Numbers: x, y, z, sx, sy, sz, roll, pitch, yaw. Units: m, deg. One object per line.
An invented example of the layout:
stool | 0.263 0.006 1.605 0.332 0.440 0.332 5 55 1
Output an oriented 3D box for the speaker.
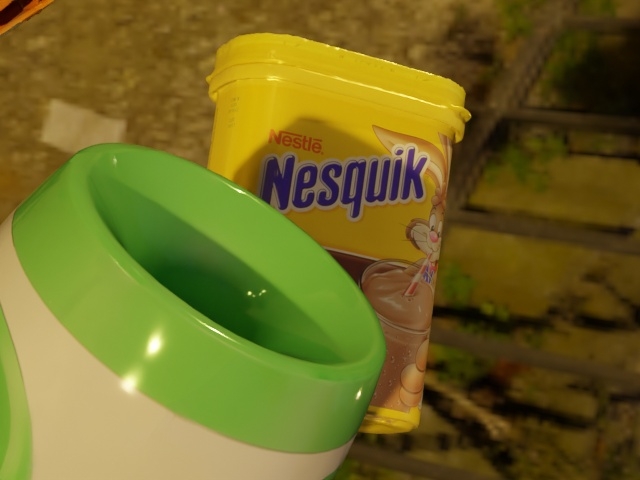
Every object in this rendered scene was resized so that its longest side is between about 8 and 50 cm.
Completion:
speaker | -0.104 0.118 0.545 0.131 0.131 0.296 8 123 -51

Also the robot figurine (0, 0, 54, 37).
robot figurine | -0.208 -0.132 0.791 0.291 0.085 0.211 -35 158 -8

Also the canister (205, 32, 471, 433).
canister | 0.000 0.000 0.829 0.126 0.073 0.170 13 77 -23
